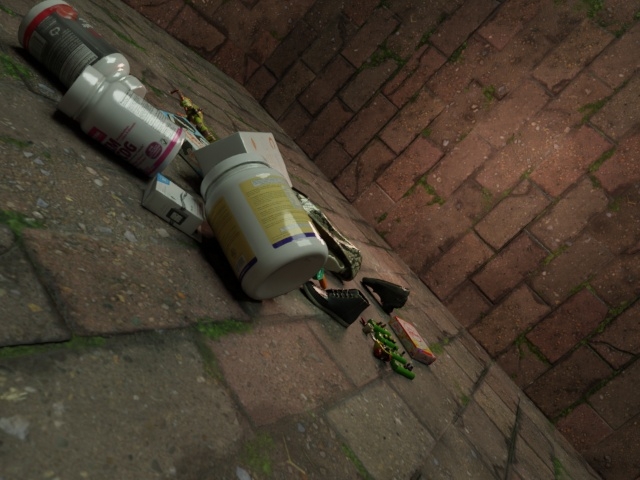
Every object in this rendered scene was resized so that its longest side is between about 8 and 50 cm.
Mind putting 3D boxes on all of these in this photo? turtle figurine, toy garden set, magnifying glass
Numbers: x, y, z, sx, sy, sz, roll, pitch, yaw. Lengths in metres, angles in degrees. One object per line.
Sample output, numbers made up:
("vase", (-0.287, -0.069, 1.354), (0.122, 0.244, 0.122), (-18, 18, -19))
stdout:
("turtle figurine", (-0.495, -0.481, 1.947), (0.217, 0.087, 0.269), (58, -16, -1))
("toy garden set", (0.231, 0.355, 1.738), (0.204, 0.049, 0.244), (35, 16, -37))
("magnifying glass", (-0.001, 0.109, 1.632), (0.231, 0.026, 0.092), (77, 20, -63))

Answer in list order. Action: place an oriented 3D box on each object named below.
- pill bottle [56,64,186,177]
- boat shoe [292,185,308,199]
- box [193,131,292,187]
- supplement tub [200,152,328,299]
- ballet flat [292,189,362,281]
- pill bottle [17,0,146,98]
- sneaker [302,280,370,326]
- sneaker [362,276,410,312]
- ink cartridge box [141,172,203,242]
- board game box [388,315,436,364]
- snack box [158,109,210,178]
("pill bottle", (-0.511, -0.305, 1.277), (0.283, 0.160, 0.160), (37, 15, -29))
("boat shoe", (-0.192, -0.241, 2.015), (0.342, 0.123, 0.123), (40, 36, 9))
("box", (-0.245, -0.234, 1.652), (0.345, 0.168, 0.215), (-44, 114, -74))
("supplement tub", (-0.155, -0.039, 1.289), (0.331, 0.241, 0.241), (59, 18, 22))
("ballet flat", (-0.021, -0.012, 1.924), (0.483, 0.164, 0.182), (42, 33, -17))
("pill bottle", (-0.657, -0.496, 1.383), (0.318, 0.176, 0.176), (43, 13, -6))
("sneaker", (0.051, 0.174, 1.596), (0.222, 0.118, 0.083), (40, 14, -21))
("sneaker", (0.272, 0.240, 2.171), (0.227, 0.130, 0.087), (20, 7, 27))
("ink cartridge box", (-0.361, -0.083, 1.266), (0.180, 0.060, 0.104), (37, 15, -30))
("board game box", (0.374, 0.409, 2.013), (0.147, 0.045, 0.193), (31, 18, -45))
("snack box", (-0.440, -0.323, 1.760), (0.322, 0.060, 0.187), (46, 13, 6))
